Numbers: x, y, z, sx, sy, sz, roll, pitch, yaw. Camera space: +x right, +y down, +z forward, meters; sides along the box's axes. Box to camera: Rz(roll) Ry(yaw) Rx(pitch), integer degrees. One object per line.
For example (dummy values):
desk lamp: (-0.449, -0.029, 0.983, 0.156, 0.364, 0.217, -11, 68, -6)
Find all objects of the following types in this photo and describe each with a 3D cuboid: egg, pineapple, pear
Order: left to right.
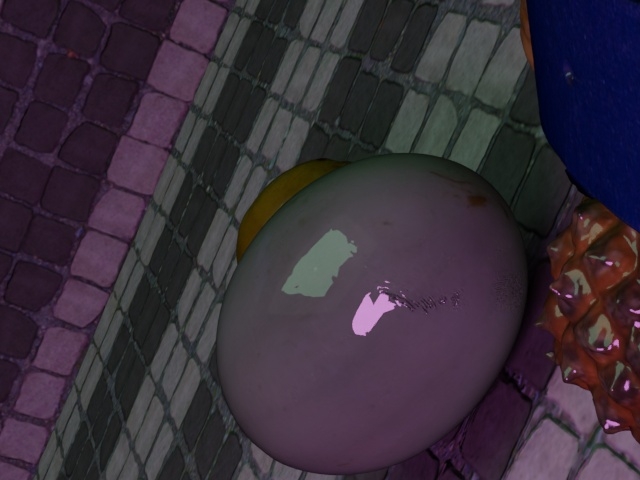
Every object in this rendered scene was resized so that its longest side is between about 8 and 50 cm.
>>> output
pear: (0.000, 0.000, 1.278, 0.162, 0.149, 0.149, -62, 19, 1)
egg: (0.034, 0.056, 1.035, 0.282, 0.203, 0.203, -49, 27, 38)
pineapple: (0.201, 0.044, 0.670, 0.193, 0.166, 0.166, 37, 106, 53)

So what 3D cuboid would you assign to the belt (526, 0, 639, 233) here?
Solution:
belt: (0.209, -0.092, 0.615, 0.347, 0.213, 0.117, -116, 12, -65)

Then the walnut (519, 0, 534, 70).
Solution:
walnut: (0.205, -0.166, 0.884, 0.165, 0.165, 0.197, -44, 31, 51)
